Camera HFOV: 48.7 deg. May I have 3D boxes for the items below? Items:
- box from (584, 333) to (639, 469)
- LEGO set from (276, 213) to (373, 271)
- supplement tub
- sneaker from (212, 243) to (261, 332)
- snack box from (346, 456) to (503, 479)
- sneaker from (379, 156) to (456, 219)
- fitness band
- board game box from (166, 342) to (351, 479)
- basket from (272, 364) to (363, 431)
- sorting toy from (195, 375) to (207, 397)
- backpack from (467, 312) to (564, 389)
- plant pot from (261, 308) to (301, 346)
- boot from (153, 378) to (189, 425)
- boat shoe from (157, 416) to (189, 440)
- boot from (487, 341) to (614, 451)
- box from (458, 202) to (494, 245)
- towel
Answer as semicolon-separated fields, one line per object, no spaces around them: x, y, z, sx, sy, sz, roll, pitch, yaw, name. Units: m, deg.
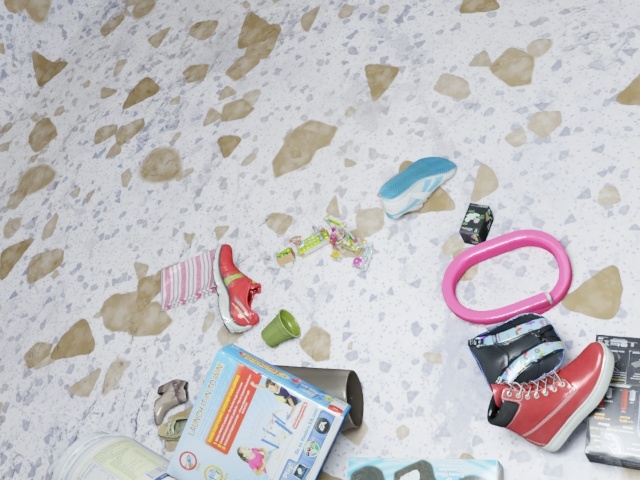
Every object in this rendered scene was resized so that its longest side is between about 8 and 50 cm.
0.664;0.310;1.312;0.307;0.076;0.243;1;61;29;box
0.000;0.000;1.854;0.286;0.107;0.132;2;62;30;LEGO set
-0.446;0.598;1.638;0.324;0.235;0.236;15;69;35;supplement tub
-0.221;0.126;1.923;0.118;0.107;0.279;-15;56;-2;sneaker
0.205;0.541;1.430;0.321;0.060;0.187;-8;58;25;snack box
0.252;-0.139;1.823;0.228;0.092;0.087;-29;46;-16;sneaker
0.419;0.086;1.605;0.290;0.054;0.209;-21;52;14;fitness band
-0.135;0.428;1.520;0.301;0.086;0.308;26;98;11;board game box
-0.027;0.368;1.614;0.226;0.154;0.205;-10;57;19;basket
-0.288;0.379;1.819;0.075;0.045;0.083;-2;60;36;sorting toy
0.417;0.241;1.465;0.173;0.117;0.158;-31;50;9;backpack
-0.106;0.230;1.794;0.079;0.083;0.083;-37;49;19;plant pot
-0.387;0.420;1.848;0.086;0.042;0.119;-10;63;14;boot
-0.352;0.471;1.788;0.152;0.048;0.056;-10;56;23;boat shoe
0.430;0.275;1.350;0.244;0.176;0.088;-61;11;16;boot
0.376;-0.037;1.700;0.052;0.062;0.083;13;67;32;box
-0.383;0.112;2.046;0.197;0.029;0.144;-21;52;16;towel
